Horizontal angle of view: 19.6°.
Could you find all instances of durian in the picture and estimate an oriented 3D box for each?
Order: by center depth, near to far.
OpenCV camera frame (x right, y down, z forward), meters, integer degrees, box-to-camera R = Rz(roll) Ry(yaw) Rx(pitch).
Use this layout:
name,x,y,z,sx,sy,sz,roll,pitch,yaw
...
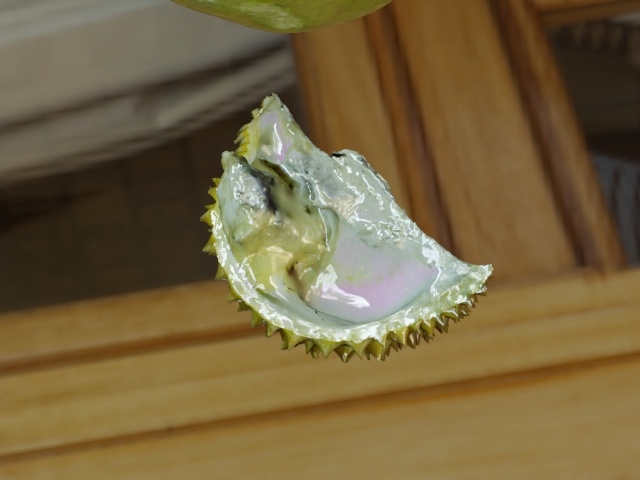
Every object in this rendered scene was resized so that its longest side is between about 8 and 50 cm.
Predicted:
name,x,y,z,sx,sy,sz,roll,pitch,yaw
durian,0.000,0.000,1.648,0.306,0.172,0.166,51,132,30

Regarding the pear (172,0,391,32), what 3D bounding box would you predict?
name,x,y,z,sx,sy,sz,roll,pitch,yaw
pear,-0.021,-0.301,1.684,0.238,0.342,0.318,64,-174,24
